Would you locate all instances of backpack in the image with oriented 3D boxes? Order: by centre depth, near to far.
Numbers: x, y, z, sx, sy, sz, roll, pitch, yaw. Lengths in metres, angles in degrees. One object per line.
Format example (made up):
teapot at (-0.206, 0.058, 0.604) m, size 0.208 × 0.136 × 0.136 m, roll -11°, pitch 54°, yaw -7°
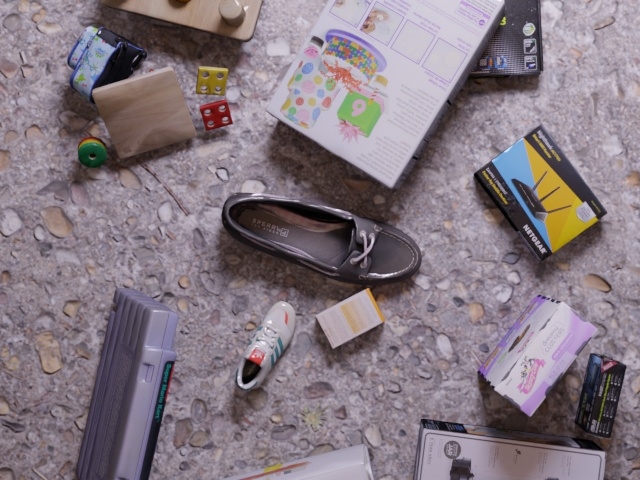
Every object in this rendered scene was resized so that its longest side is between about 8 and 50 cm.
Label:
backpack at (-0.354, -0.282, 1.579) m, size 0.084 × 0.105 × 0.114 m, roll 34°, pitch 98°, yaw 11°

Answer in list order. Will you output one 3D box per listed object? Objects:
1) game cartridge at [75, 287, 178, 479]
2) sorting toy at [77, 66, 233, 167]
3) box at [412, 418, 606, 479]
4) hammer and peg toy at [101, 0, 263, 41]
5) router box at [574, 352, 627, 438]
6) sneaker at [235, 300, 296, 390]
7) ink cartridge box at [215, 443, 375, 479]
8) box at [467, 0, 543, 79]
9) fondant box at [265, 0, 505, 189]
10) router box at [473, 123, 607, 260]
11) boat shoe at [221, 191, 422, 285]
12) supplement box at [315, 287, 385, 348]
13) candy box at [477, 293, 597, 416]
game cartridge at (-0.303, 0.264, 1.520) m, size 0.068 × 0.230 × 0.355 m, roll 12°, pitch 91°, yaw -30°
sorting toy at (-0.273, -0.215, 1.575) m, size 0.274 × 0.046 × 0.132 m, roll -17°, pitch 131°, yaw 0°
box at (0.294, 0.391, 1.567) m, size 0.290 × 0.087 × 0.169 m, roll 6°, pitch 90°, yaw 2°
hammer and peg toy at (-0.191, -0.519, 1.560) m, size 0.266 × 0.127 × 0.361 m, roll 14°, pitch 91°, yaw 4°
router box at (0.444, 0.245, 1.559) m, size 0.038 × 0.092 × 0.122 m, roll 13°, pitch 90°, yaw 2°
sneaker at (-0.088, 0.174, 1.584) m, size 0.057 × 0.075 × 0.161 m, roll 30°, pitch 92°, yaw 1°
ink cartridge box at (-0.073, 0.510, 1.543) m, size 0.384 × 0.160 × 0.279 m, roll -15°, pitch 90°, yaw 3°
box at (0.259, -0.354, 1.585) m, size 0.190 × 0.045 × 0.184 m, roll -2°, pitch 94°, yaw 2°
fondant box at (0.103, -0.280, 1.537) m, size 0.238 × 0.096 × 0.330 m, roll 32°, pitch 97°, yaw 8°
router box at (0.353, -0.076, 1.583) m, size 0.133 × 0.046 × 0.179 m, roll -37°, pitch 89°, yaw 1°
boat shoe at (0.000, 0.000, 1.570) m, size 0.335 × 0.095 × 0.112 m, roll 16°, pitch 91°, yaw 2°
supplement box at (0.049, 0.126, 1.599) m, size 0.098 × 0.036 × 0.062 m, roll -27°, pitch 90°, yaw 2°
candy box at (0.329, 0.171, 1.510) m, size 0.070 × 0.196 × 0.165 m, roll 38°, pitch 92°, yaw 1°
